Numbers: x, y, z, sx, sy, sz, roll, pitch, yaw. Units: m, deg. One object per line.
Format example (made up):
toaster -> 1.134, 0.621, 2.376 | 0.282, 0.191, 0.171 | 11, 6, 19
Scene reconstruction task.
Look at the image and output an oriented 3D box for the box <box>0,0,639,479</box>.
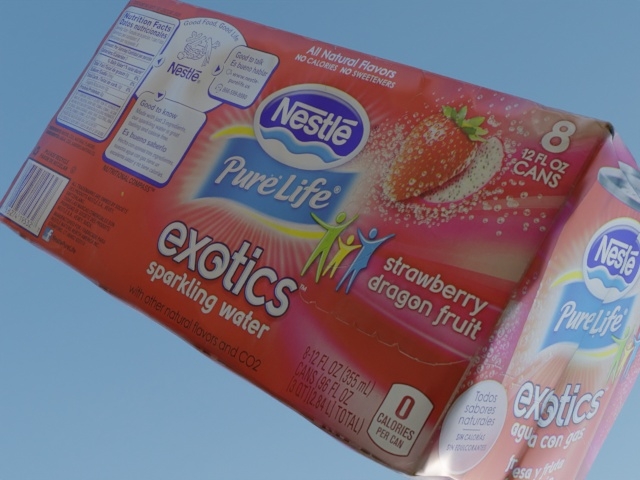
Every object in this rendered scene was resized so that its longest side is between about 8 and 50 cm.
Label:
box -> 0.000, 0.000, 0.422 | 0.257, 0.123, 0.128 | 24, -99, 40
